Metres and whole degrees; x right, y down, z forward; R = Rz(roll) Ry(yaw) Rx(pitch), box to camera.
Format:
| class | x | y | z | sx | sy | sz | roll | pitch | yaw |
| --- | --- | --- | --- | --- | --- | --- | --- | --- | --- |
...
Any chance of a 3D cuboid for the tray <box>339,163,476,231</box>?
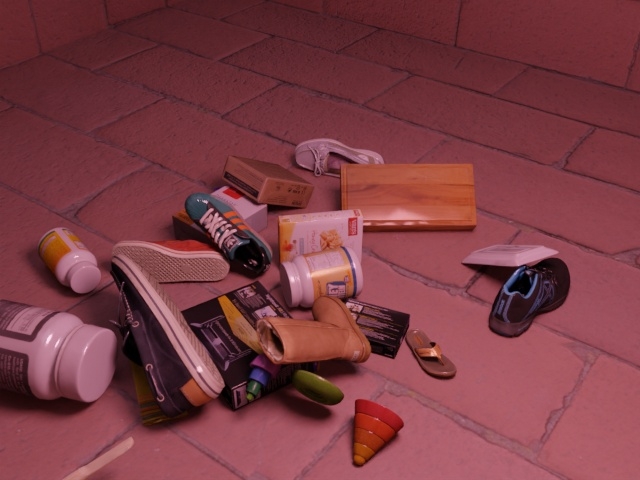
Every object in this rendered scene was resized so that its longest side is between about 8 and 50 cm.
| class | x | y | z | sx | sy | sz | roll | pitch | yaw |
| --- | --- | --- | --- | --- | --- | --- | --- | --- | --- |
| tray | 0.269 | -0.134 | 2.212 | 0.411 | 0.076 | 0.202 | -1 | 75 | -1 |

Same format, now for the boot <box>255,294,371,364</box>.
| class | x | y | z | sx | sy | sz | roll | pitch | yaw |
| --- | --- | --- | --- | --- | --- | --- | --- | --- | --- |
| boot | -0.035 | 0.200 | 1.668 | 0.270 | 0.089 | 0.236 | 8 | 24 | -40 |

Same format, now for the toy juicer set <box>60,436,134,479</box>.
| class | x | y | z | sx | sy | sz | roll | pitch | yaw |
| --- | --- | --- | --- | --- | --- | --- | --- | --- | --- |
| toy juicer set | -0.440 | 0.560 | 1.356 | 0.209 | 0.089 | 0.329 | -16 | 46 | -1 |

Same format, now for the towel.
| class | x | y | z | sx | sy | sz | roll | pitch | yaw |
| --- | --- | --- | --- | --- | --- | --- | --- | --- | --- |
| towel | -0.392 | 0.338 | 1.700 | 0.102 | 0.021 | 0.237 | -12 | 38 | -17 |

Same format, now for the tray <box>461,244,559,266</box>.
| class | x | y | z | sx | sy | sz | roll | pitch | yaw |
| --- | --- | --- | --- | --- | --- | --- | --- | --- | --- |
| tray | 0.522 | 0.037 | 1.992 | 0.145 | 0.030 | 0.270 | -14 | 6 | -21 |

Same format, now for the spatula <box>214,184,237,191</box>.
| class | x | y | z | sx | sy | sz | roll | pitch | yaw |
| --- | --- | --- | --- | --- | --- | --- | --- | --- | --- |
| spatula | -0.356 | -0.116 | 2.306 | 0.084 | 0.030 | 0.296 | 23 | 42 | 24 |

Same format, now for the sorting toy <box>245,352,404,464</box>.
| class | x | y | z | sx | sy | sz | roll | pitch | yaw |
| --- | --- | --- | --- | --- | --- | --- | --- | --- | --- |
| sorting toy | -0.006 | 0.378 | 1.564 | 0.366 | 0.127 | 0.126 | 24 | 64 | 8 |

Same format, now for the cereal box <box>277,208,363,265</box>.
| class | x | y | z | sx | sy | sz | roll | pitch | yaw |
| --- | --- | --- | --- | --- | --- | --- | --- | --- | --- |
| cereal box | 0.000 | 0.000 | 2.036 | 0.240 | 0.173 | 0.047 | -5 | 37 | -6 |

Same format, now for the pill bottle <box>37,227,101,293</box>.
| class | x | y | z | sx | sy | sz | roll | pitch | yaw |
| --- | --- | --- | --- | --- | --- | --- | --- | --- | --- |
| pill bottle | -0.699 | 0.059 | 1.995 | 0.118 | 0.117 | 0.208 | -26 | 44 | -31 |

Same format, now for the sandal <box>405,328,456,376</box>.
| class | x | y | z | sx | sy | sz | roll | pitch | yaw |
| --- | --- | --- | --- | --- | --- | --- | --- | --- | --- |
| sandal | 0.270 | 0.273 | 1.772 | 0.072 | 0.049 | 0.180 | -15 | 39 | -20 |

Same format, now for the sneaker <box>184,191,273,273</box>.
| class | x | y | z | sx | sy | sz | roll | pitch | yaw |
| --- | --- | --- | --- | --- | --- | --- | --- | --- | --- |
| sneaker | -0.254 | -0.021 | 1.988 | 0.302 | 0.108 | 0.121 | 39 | 11 | -12 |

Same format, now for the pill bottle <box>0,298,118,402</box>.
| class | x | y | z | sx | sy | sz | roll | pitch | yaw |
| --- | --- | --- | --- | --- | --- | --- | --- | --- | --- |
| pill bottle | -0.675 | 0.255 | 1.657 | 0.361 | 0.204 | 0.204 | 11 | 38 | 13 |

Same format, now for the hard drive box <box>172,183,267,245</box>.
| class | x | y | z | sx | sy | sz | roll | pitch | yaw |
| --- | --- | --- | --- | --- | --- | --- | --- | --- | --- |
| hard drive box | -0.305 | -0.059 | 2.183 | 0.181 | 0.089 | 0.232 | 27 | 44 | 30 |

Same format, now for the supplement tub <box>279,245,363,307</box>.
| class | x | y | z | sx | sy | sz | roll | pitch | yaw |
| --- | --- | --- | --- | --- | --- | --- | --- | --- | --- |
| supplement tub | 0.001 | 0.101 | 1.923 | 0.200 | 0.144 | 0.144 | -12 | 38 | -15 |

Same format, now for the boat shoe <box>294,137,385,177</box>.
| class | x | y | z | sx | sy | sz | roll | pitch | yaw |
| --- | --- | --- | --- | --- | --- | --- | --- | --- | --- |
| boat shoe | 0.060 | -0.268 | 2.451 | 0.321 | 0.118 | 0.103 | 14 | 34 | 6 |

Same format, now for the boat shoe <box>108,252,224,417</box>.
| class | x | y | z | sx | sy | sz | roll | pitch | yaw |
| --- | --- | --- | --- | --- | --- | --- | --- | --- | --- |
| boat shoe | -0.404 | 0.211 | 1.686 | 0.156 | 0.187 | 0.500 | -39 | 54 | -4 |

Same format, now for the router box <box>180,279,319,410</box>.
| class | x | y | z | sx | sy | sz | roll | pitch | yaw |
| --- | --- | --- | --- | --- | --- | --- | --- | --- | --- |
| router box | -0.184 | 0.249 | 1.772 | 0.243 | 0.081 | 0.309 | -21 | 42 | -26 |

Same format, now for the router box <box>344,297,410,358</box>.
| class | x | y | z | sx | sy | sz | roll | pitch | yaw |
| --- | --- | --- | --- | --- | --- | --- | --- | --- | --- |
| router box | 0.128 | 0.224 | 1.840 | 0.179 | 0.046 | 0.133 | 14 | 38 | 18 |

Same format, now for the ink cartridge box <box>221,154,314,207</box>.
| class | x | y | z | sx | sy | sz | roll | pitch | yaw |
| --- | --- | --- | --- | --- | --- | --- | --- | --- | --- |
| ink cartridge box | -0.167 | -0.186 | 2.278 | 0.193 | 0.088 | 0.235 | 32 | 18 | 36 |

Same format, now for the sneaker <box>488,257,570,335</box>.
| class | x | y | z | sx | sy | sz | roll | pitch | yaw |
| --- | --- | --- | --- | --- | --- | --- | --- | --- | --- |
| sneaker | 0.578 | 0.122 | 1.905 | 0.125 | 0.139 | 0.341 | 25 | 42 | 32 |

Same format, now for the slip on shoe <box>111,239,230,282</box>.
| class | x | y | z | sx | sy | sz | roll | pitch | yaw |
| --- | --- | --- | --- | --- | --- | --- | --- | --- | --- |
| slip on shoe | -0.421 | 0.049 | 2.017 | 0.332 | 0.123 | 0.101 | 4 | 29 | -5 |
